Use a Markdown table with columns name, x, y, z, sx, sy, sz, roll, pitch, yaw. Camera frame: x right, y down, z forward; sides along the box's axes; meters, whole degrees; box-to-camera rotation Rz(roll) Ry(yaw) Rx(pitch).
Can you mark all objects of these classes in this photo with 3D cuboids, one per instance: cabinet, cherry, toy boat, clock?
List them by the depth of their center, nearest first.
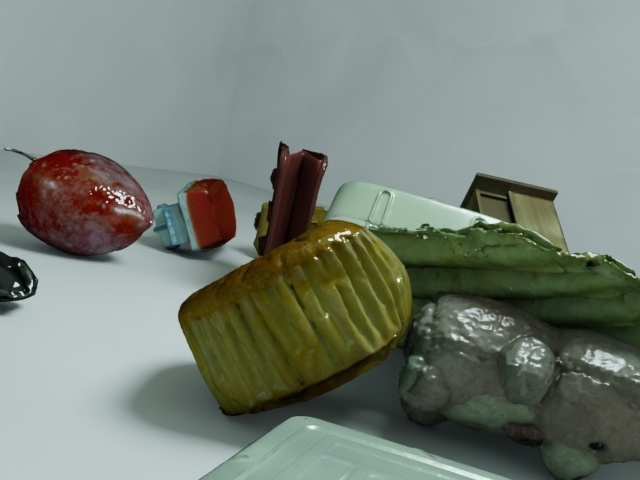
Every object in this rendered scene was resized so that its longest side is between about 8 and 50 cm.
| name | x | y | z | sx | sy | sz | roll | pitch | yaw |
| --- | --- | --- | --- | --- | --- | --- | --- | --- | --- |
| clock | 0.131 | 0.059 | 1.258 | 0.265 | 0.108 | 0.324 | 16 | -26 | 10 |
| cabinet | 0.283 | 0.041 | 1.427 | 0.148 | 0.215 | 0.174 | 11 | 40 | -10 |
| cherry | -0.384 | -0.061 | 1.518 | 0.250 | 0.175 | 0.192 | 16 | -8 | 16 |
| toy boat | -0.253 | -0.046 | 1.859 | 0.133 | 0.145 | 0.332 | -16 | 5 | 3 |

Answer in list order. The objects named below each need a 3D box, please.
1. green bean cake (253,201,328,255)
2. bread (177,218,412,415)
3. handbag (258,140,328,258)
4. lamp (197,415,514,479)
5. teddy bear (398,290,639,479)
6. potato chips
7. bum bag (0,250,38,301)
| name | x | y | z | sx | sy | sz | roll | pitch | yaw |
| --- | --- | --- | --- | --- | --- | --- | --- | --- | --- |
| green bean cake | 0.000 | 0.000 | 1.891 | 0.230 | 0.131 | 0.224 | 22 | 14 | 40 |
| bread | -0.022 | 0.070 | 0.928 | 0.228 | 0.142 | 0.253 | -30 | 3 | 5 |
| handbag | -0.058 | -0.032 | 1.512 | 0.084 | 0.259 | 0.275 | 9 | 5 | -6 |
| lamp | 0.052 | 0.204 | 0.634 | 0.269 | 0.047 | 0.266 | 14 | 8 | 17 |
| teddy bear | 0.211 | 0.148 | 0.926 | 0.267 | 0.151 | 0.236 | 22 | -14 | 14 |
| potato chips | 0.227 | 0.090 | 1.046 | 0.429 | 0.070 | 0.358 | -5 | -38 | 45 |
| bum bag | -0.502 | 0.012 | 1.079 | 0.341 | 0.095 | 0.144 | 20 | 6 | 5 |
